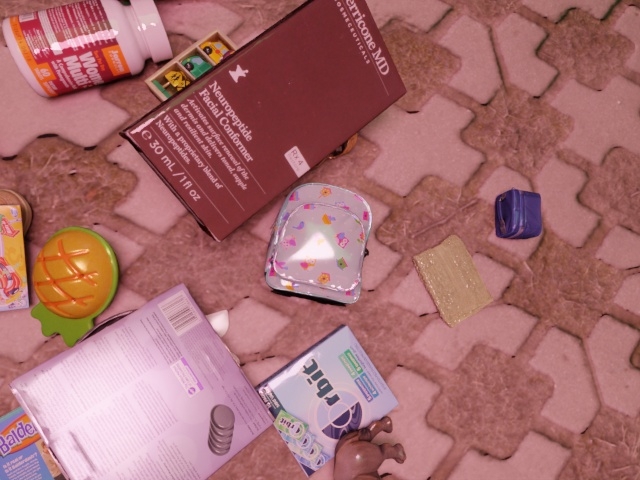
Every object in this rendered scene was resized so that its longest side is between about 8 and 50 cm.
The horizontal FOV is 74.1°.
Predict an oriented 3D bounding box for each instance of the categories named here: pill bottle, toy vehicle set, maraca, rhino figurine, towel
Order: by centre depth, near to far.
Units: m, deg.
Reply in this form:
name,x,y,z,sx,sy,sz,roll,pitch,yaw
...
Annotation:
name,x,y,z,sx,sy,sz,roll,pitch,yaw
maraca,-0.369,0.069,0.633,0.127,0.099,0.185,22,100,7
rhino figurine,0.061,0.399,0.649,0.107,0.073,0.242,1,99,-29
pill bottle,-0.368,-0.321,0.690,0.221,0.121,0.121,-21,84,-13
toy vehicle set,-0.152,-0.230,0.753,0.267,0.035,0.166,45,78,0
towel,0.241,0.073,0.776,0.110,0.027,0.148,-27,86,-13

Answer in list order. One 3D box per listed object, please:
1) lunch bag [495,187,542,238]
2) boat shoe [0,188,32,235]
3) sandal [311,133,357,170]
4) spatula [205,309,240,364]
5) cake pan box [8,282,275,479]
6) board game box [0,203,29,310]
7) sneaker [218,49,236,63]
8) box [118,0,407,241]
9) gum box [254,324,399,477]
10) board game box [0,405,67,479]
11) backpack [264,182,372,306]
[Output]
name,x,y,z,sx,sy,sz,roll,pitch,yaw
lunch bag,0.369,-0.052,0.802,0.065,0.067,0.098,5,78,-10
boat shoe,-0.555,0.029,0.606,0.105,0.089,0.285,42,75,0
sandal,0.043,-0.187,0.775,0.049,0.072,0.180,48,70,-21
spatula,-0.242,0.224,0.664,0.242,0.019,0.168,-16,84,-13
cake pan box,-0.239,0.225,0.596,0.246,0.070,0.266,-34,88,-30
board game box,-0.478,0.026,0.596,0.104,0.026,0.153,-5,103,-32
sneaker,-0.159,-0.265,0.707,0.186,0.069,0.083,-26,84,-20
box,-0.075,-0.194,0.638,0.381,0.143,0.191,-42,118,-13
gum box,0.009,0.254,0.692,0.185,0.041,0.156,-33,87,-13
board game box,-0.360,0.318,0.603,0.160,0.047,0.210,-28,85,-9
backpack,0.000,0.000,0.689,0.166,0.144,0.188,12,75,-2
